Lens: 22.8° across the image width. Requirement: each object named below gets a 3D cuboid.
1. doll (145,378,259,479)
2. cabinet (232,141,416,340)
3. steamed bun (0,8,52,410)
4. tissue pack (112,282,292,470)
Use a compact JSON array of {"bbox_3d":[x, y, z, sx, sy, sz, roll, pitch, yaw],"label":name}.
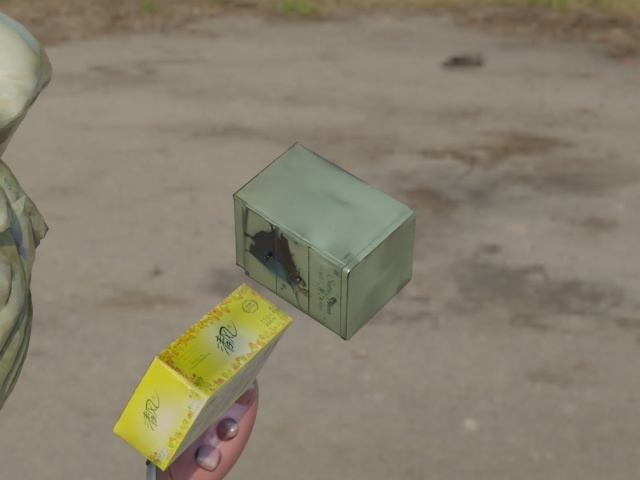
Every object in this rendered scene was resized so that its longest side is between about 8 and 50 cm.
[{"bbox_3d":[-0.130,0.207,1.842,0.093,0.262,0.211,29,-21,-17],"label":"doll"},{"bbox_3d":[0.000,0.000,2.145,0.206,0.145,0.150,32,56,25],"label":"cabinet"},{"bbox_3d":[-0.344,-0.034,1.036,0.352,0.339,0.247,19,-8,-18],"label":"steamed bun"},{"bbox_3d":[-0.103,0.117,1.405,0.062,0.095,0.176,37,31,8],"label":"tissue pack"}]
